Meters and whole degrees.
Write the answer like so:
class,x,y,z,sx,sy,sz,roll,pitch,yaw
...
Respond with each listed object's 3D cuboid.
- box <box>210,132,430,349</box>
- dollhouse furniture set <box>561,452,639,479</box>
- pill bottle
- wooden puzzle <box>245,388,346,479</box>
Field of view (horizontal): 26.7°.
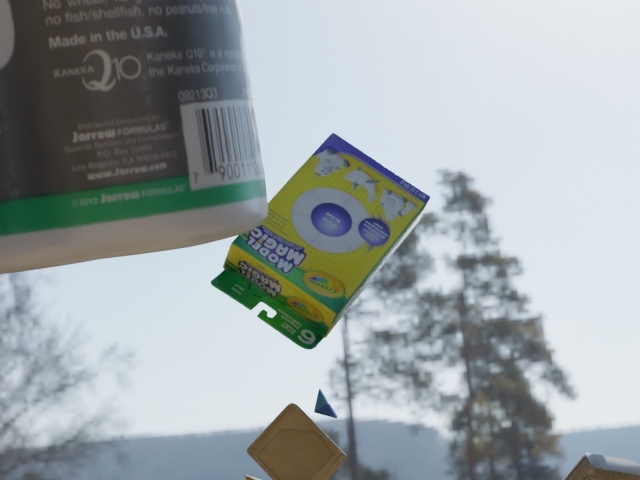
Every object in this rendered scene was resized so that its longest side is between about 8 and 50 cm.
class,x,y,z,sx,sy,sz,roll,pitch,yaw
box,0.000,0.000,1.097,0.105,0.179,0.043,34,-34,9
dollhouse furniture set,0.344,0.338,1.048,0.394,0.256,0.362,15,-60,-38
pill bottle,-0.155,-0.170,0.816,0.204,0.361,0.204,-8,3,0
wooden puzzle,-0.022,0.196,1.232,0.116,0.078,0.014,-41,-7,13
